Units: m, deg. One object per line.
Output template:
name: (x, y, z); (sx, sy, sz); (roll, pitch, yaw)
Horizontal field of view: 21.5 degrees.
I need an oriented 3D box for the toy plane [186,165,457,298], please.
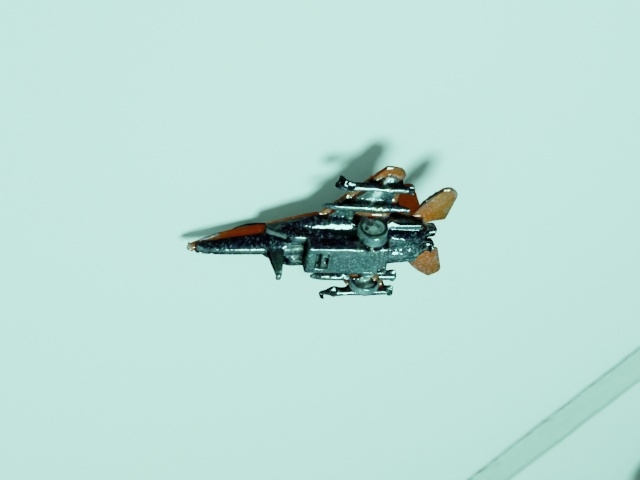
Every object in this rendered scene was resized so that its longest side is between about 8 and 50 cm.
toy plane: (0.001, 0.003, 1.193); (0.189, 0.061, 0.130); (-10, 138, -18)
